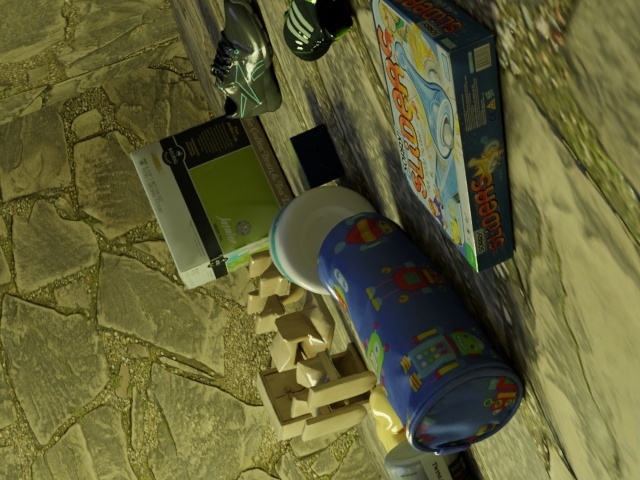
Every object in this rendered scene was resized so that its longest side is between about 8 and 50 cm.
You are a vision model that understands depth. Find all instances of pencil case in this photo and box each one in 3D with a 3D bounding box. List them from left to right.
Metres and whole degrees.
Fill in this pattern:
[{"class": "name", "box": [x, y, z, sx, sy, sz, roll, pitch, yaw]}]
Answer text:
[{"class": "pencil case", "box": [0.092, 0.093, 0.873, 0.306, 0.119, 0.133, -122, 35, -52]}]

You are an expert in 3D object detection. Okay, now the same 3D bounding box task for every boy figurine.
[{"class": "boy figurine", "box": [0.153, 0.344, 1.376, 0.177, 0.092, 0.285, -130, 18, -68]}]

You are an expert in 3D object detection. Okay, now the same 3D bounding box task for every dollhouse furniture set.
[{"class": "dollhouse furniture set", "box": [0.012, 0.252, 1.813, 0.394, 0.256, 0.362, 99, 150, -47]}]

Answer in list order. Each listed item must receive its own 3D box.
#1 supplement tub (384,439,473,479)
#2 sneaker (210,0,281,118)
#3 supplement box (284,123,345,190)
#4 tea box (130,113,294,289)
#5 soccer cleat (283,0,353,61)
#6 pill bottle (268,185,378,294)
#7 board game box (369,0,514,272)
[{"class": "supplement tub", "box": [0.180, 0.392, 1.211, 0.117, 0.117, 0.190, 166, 80, -83]}, {"class": "sneaker", "box": [-0.138, -0.307, 1.405, 0.267, 0.106, 0.101, 78, 168, -53]}, {"class": "supplement box", "box": [-0.010, -0.123, 1.221, 0.083, 0.056, 0.083, -170, 57, -82]}, {"class": "tea box", "box": [-0.249, -0.103, 2.010, 0.220, 0.323, 0.329, 98, 149, -76]}, {"class": "soccer cleat", "box": [0.000, -0.223, 0.830, 0.072, 0.060, 0.179, 52, 169, 13]}, {"class": "pill bottle", "box": [0.000, 0.000, 1.182, 0.264, 0.146, 0.146, 180, 67, -83]}, {"class": "board game box", "box": [0.093, -0.090, 0.622, 0.136, 0.035, 0.201, -121, 10, -48]}]
